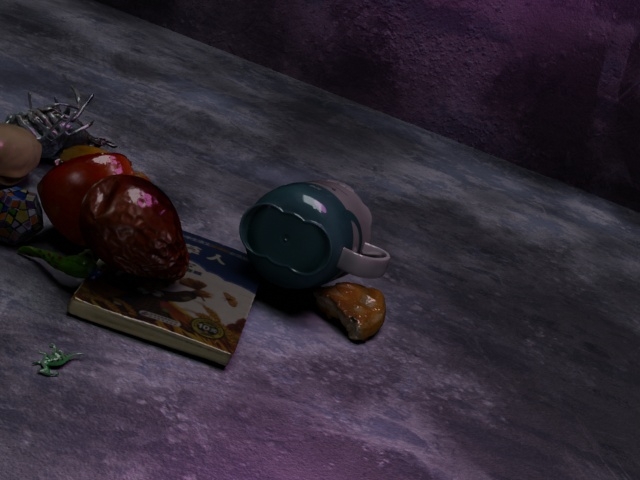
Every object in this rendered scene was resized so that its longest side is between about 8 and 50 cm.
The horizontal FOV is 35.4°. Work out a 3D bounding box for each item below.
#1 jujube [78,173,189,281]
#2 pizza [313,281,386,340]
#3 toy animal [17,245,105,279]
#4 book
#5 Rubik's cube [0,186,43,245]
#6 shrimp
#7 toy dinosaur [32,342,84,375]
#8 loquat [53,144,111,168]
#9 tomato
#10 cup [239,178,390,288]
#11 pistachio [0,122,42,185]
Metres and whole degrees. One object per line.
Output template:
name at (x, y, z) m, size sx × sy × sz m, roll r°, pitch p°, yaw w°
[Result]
jujube at (-0.321, -0.013, 1.780) m, size 0.168 × 0.168 × 0.236 m, roll 42°, pitch -5°, yaw 43°
pizza at (0.056, 0.140, 2.048) m, size 0.161 × 0.062 × 0.182 m, roll 26°, pitch 26°, yaw -6°
toy animal at (-0.450, 0.033, 1.803) m, size 0.216 × 0.041 × 0.075 m, roll 17°, pitch 28°, yaw 36°
book at (-0.273, 0.082, 1.903) m, size 0.300 × 0.039 × 0.428 m, roll 18°, pitch 22°, yaw -3°
Rubik's cube at (-0.569, -0.046, 1.868) m, size 0.093 × 0.111 × 0.111 m, roll -11°, pitch 29°, yaw -7°
shrimp at (-0.656, -0.257, 2.228) m, size 0.410 × 0.166 × 0.221 m, roll -8°, pitch 11°, yaw -27°
toy dinosaur at (-0.406, 0.188, 1.561) m, size 0.083 × 0.021 × 0.062 m, roll 7°, pitch 32°, yaw -23°
loquat at (-0.483, -0.130, 2.083) m, size 0.163 × 0.137 × 0.163 m, roll 25°, pitch 18°, yaw -8°
tomato at (-0.425, -0.062, 1.921) m, size 0.233 × 0.200 × 0.140 m, roll 40°, pitch 32°, yaw -64°
cup at (0.000, 0.000, 2.041) m, size 0.289 × 0.219 × 0.257 m, roll 25°, pitch 12°, yaw 15°
pistachio at (-0.657, -0.181, 2.061) m, size 0.152 × 0.126 × 0.223 m, roll 50°, pitch 20°, yaw 8°
